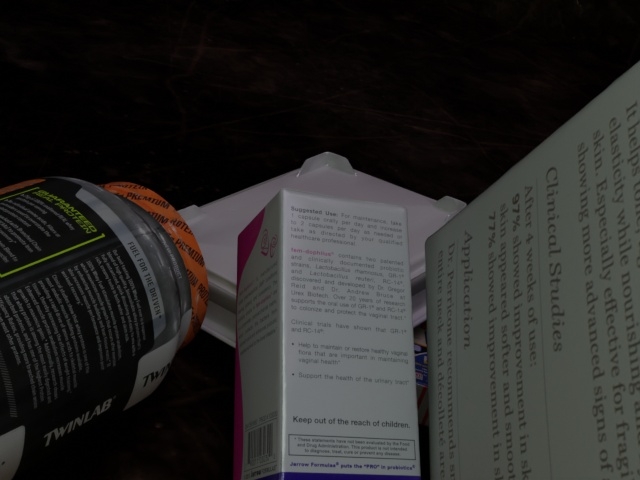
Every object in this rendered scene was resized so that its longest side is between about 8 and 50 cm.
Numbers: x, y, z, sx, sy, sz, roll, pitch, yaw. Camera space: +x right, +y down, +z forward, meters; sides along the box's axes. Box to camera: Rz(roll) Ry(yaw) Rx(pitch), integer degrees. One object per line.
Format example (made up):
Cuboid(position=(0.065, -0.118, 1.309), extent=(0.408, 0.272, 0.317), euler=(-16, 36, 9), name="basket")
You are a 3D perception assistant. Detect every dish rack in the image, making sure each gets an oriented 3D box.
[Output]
Cuboid(position=(0.000, 0.000, 0.972), extent=(0.285, 0.072, 0.332), euler=(25, 35, 35), name="dish rack")

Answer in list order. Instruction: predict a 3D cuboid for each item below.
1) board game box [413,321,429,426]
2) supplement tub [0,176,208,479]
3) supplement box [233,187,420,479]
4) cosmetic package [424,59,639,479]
Cuboid(position=(0.065, 0.094, 0.948), extent=(0.146, 0.045, 0.193), euler=(17, 28, 0), name="board game box")
Cuboid(position=(-0.232, 0.068, 0.665), extent=(0.193, 0.194, 0.316), euler=(30, 31, 22), name="supplement tub")
Cuboid(position=(0.000, 0.085, 0.739), extent=(0.113, 0.111, 0.220), euler=(6, 70, -22), name="supplement box")
Cuboid(position=(0.291, 0.099, 0.588), extent=(0.327, 0.394, 0.330), euler=(9, 67, -17), name="cosmetic package")
